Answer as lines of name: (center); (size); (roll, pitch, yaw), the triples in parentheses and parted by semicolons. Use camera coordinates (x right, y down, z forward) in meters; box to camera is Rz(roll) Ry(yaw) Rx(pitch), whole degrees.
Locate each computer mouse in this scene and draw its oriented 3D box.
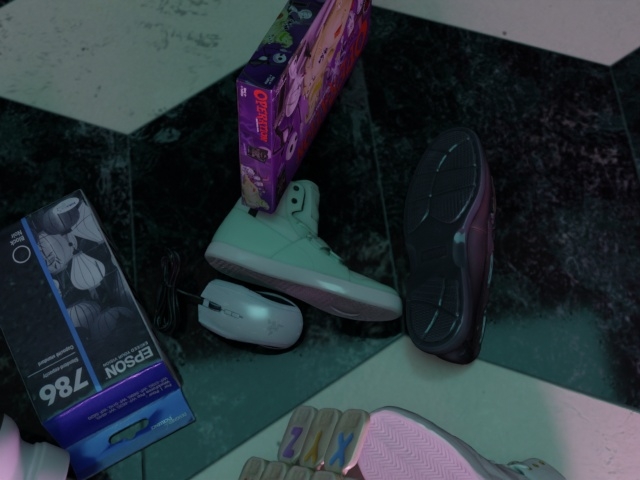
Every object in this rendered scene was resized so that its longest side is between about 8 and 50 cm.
computer mouse: (-0.116, 0.083, 1.168); (0.193, 0.042, 0.106); (15, 94, 9)

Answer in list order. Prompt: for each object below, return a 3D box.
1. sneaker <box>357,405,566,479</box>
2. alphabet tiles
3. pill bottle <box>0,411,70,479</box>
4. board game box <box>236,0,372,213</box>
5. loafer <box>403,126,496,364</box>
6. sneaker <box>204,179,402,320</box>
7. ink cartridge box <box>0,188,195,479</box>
sneaker: (0.171, 0.270, 1.022); (0.292, 0.169, 0.108); (39, 107, 6)
alphabet tiles: (-0.039, 0.302, 0.982); (0.021, 0.284, 0.278); (29, 71, -22)
pill bottle: (-0.431, 0.246, 1.032); (0.278, 0.162, 0.162); (25, 70, -17)
board game box: (-0.010, -0.224, 1.154); (0.056, 0.208, 0.347); (21, 55, 8)
loafer: (0.166, 0.008, 1.177); (0.109, 0.095, 0.303); (-9, 60, 34)
sneaker: (0.000, 0.000, 1.178); (0.255, 0.094, 0.151); (20, 69, 11)
ink cartridge box: (-0.299, 0.112, 1.175); (0.165, 0.065, 0.333); (-29, 70, -7)
